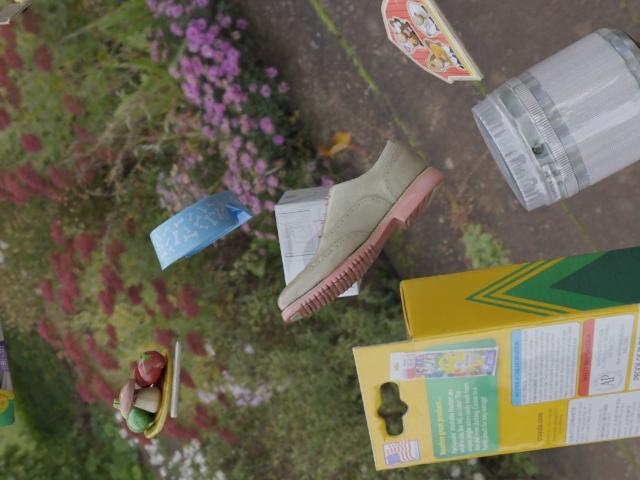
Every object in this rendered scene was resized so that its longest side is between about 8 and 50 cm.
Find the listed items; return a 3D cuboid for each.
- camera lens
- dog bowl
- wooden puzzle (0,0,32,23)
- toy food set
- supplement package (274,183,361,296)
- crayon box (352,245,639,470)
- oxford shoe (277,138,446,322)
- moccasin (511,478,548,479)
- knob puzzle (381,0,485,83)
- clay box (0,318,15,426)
[{"bbox_3d":[0.416,-0.199,1.397,0.219,0.274,0.219,59,-171,-14],"label":"camera lens"},{"bbox_3d":[-0.235,-0.028,1.676,0.074,0.166,0.297,57,-167,-1],"label":"dog bowl"},{"bbox_3d":[-0.539,-0.392,1.478,0.078,0.116,0.014,6,137,40],"label":"wooden puzzle"},{"bbox_3d":[-0.270,0.225,1.288,0.218,0.071,0.128,136,140,-58],"label":"toy food set"},{"bbox_3d":[0.000,0.000,1.787,0.194,0.149,0.203,-67,-30,-77],"label":"supplement package"},{"bbox_3d":[0.200,0.120,0.847,0.083,0.323,0.203,-95,-5,-49],"label":"crayon box"},{"bbox_3d":[0.049,-0.017,1.573,0.146,0.397,0.140,43,171,12],"label":"oxford shoe"},{"bbox_3d":[0.424,0.403,1.200,0.342,0.138,0.117,-5,76,29],"label":"moccasin"},{"bbox_3d":[0.159,-0.325,1.384,0.213,0.030,0.213,42,170,9],"label":"knob puzzle"},{"bbox_3d":[-0.448,0.124,1.017,0.053,0.127,0.222,-27,71,43],"label":"clay box"}]
